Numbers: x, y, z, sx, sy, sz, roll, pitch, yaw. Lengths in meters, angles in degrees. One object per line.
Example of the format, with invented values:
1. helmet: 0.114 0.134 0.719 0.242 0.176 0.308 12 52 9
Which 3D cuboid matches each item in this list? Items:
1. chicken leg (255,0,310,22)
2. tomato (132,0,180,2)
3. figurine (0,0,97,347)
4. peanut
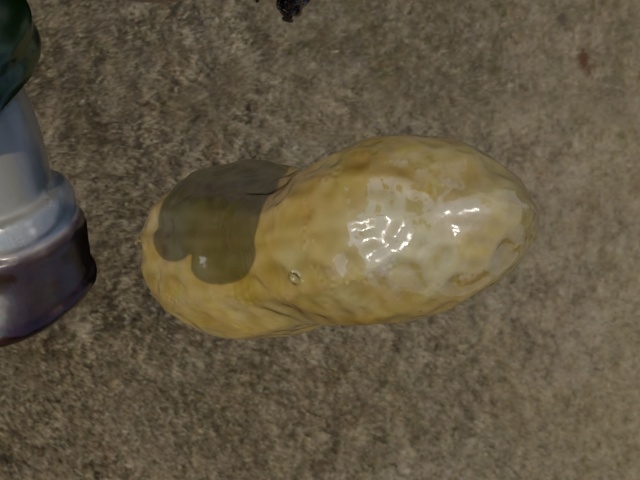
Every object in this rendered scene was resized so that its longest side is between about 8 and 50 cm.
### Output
1. chicken leg: -0.020 -0.291 0.797 0.233 0.105 0.063 -72 162 -47
2. tomato: -0.111 -0.280 0.476 0.270 0.270 0.227 58 19 -28
3. figurine: -0.191 -0.118 0.259 0.167 0.281 0.369 -38 130 -22
4. peanut: 0.000 0.000 0.555 0.149 0.313 0.149 14 71 -45
